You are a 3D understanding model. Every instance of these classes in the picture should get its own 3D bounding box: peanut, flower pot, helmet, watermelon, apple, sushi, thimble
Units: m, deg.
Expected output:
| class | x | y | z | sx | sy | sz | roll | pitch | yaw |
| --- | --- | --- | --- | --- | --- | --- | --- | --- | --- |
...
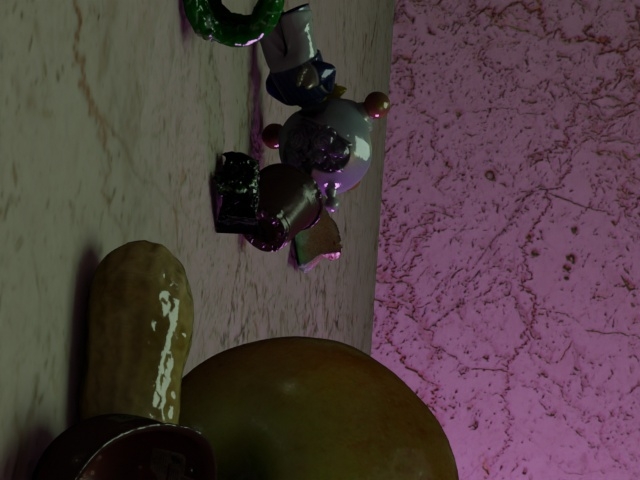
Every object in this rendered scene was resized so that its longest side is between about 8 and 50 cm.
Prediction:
| class | x | y | z | sx | sy | sz | roll | pitch | yaw |
| --- | --- | --- | --- | --- | --- | --- | --- | --- | --- |
| peanut | -0.163 | 0.112 | 1.180 | 0.108 | 0.095 | 0.226 | 29 | 64 | -76 |
| flower pot | -0.062 | -0.038 | 1.822 | 0.089 | 0.111 | 0.111 | -53 | 147 | -49 |
| helmet | -0.179 | 0.202 | 1.068 | 0.175 | 0.106 | 0.155 | 4 | 104 | -55 |
| watermelon | -0.010 | -0.004 | 2.263 | 0.101 | 0.080 | 0.155 | 95 | -13 | -58 |
| apple | -0.043 | 0.261 | 1.337 | 0.305 | 0.338 | 0.339 | 9 | 83 | -61 |
| sushi | -0.101 | -0.066 | 1.663 | 0.083 | 0.056 | 0.085 | -78 | 168 | -47 |
| thimble | -0.094 | -0.283 | 1.468 | 0.090 | 0.118 | 0.130 | -80 | -164 | -59 |

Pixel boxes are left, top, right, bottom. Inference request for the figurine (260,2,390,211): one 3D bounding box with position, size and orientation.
| class | x | y | z | sx | sy | sz | roll | pitch | yaw |
| --- | --- | --- | --- | --- | --- | --- | --- | --- | --- |
| figurine | -0.002 | -0.191 | 1.855 | 0.133 | 0.193 | 0.274 | -46 | 140 | -60 |
